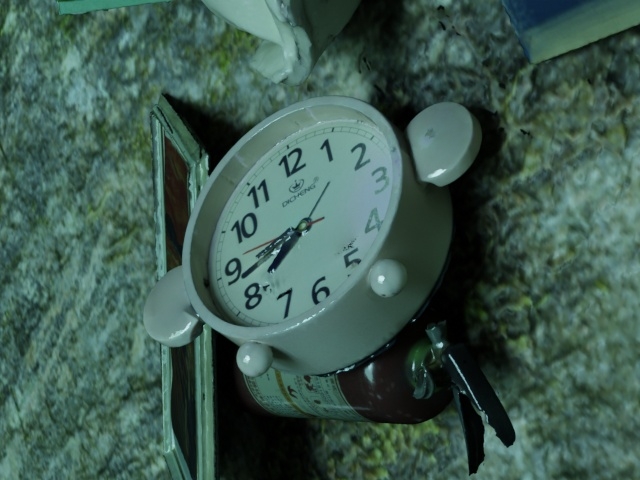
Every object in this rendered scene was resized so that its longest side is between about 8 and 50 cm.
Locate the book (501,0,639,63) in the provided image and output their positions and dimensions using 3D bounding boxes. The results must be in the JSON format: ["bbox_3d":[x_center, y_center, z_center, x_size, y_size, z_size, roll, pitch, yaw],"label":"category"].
[{"bbox_3d":[0.104,-0.254,0.904,0.228,0.018,0.322,-16,101,56],"label":"book"}]

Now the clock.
[{"bbox_3d":[0.000,0.000,1.095,0.229,0.063,0.156,-34,47,21],"label":"clock"}]

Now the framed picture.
[{"bbox_3d":[-0.089,0.055,1.274,0.216,0.016,0.273,-130,38,-73],"label":"framed picture"}]

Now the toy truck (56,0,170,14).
[{"bbox_3d":[-0.130,-0.278,1.242,0.135,0.128,0.259,-142,44,-78],"label":"toy truck"}]

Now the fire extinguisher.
[{"bbox_3d":[0.029,0.083,1.139,0.231,0.071,0.099,-1,109,55],"label":"fire extinguisher"}]

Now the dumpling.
[{"bbox_3d":[-0.027,-0.165,1.113,0.199,0.118,0.136,-96,6,-46],"label":"dumpling"}]
